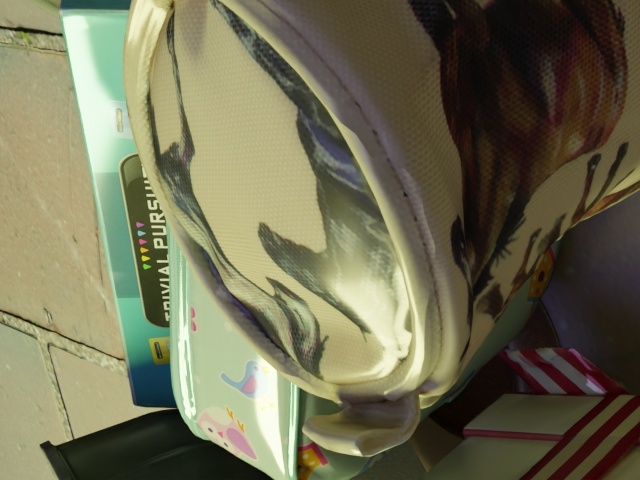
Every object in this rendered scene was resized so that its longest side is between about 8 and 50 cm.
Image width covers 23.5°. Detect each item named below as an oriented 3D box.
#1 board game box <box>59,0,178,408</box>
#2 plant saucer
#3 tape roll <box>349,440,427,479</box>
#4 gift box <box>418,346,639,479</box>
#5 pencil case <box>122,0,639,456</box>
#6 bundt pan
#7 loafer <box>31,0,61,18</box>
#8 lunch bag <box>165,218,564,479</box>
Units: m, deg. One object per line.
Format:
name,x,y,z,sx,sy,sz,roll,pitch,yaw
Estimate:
board game box,-0.083,-0.096,0.947,0.336,0.079,0.253,88,-177,-49
plant saucer,0.094,0.072,1.050,0.168,0.029,0.168,33,136,39
tape roll,0.005,0.226,1.152,0.392,0.072,0.392,53,158,32
gift box,0.147,0.217,0.848,0.276,0.258,0.255,3,120,52
pencil case,0.112,-0.095,0.565,0.183,0.410,0.160,57,149,-1
bundt pan,-0.053,0.248,0.999,0.330,0.124,0.331,57,167,21
loafer,-0.212,-0.267,1.179,0.251,0.094,0.087,51,148,19
lunch bag,0.037,-0.015,0.851,0.108,0.279,0.224,22,130,32
